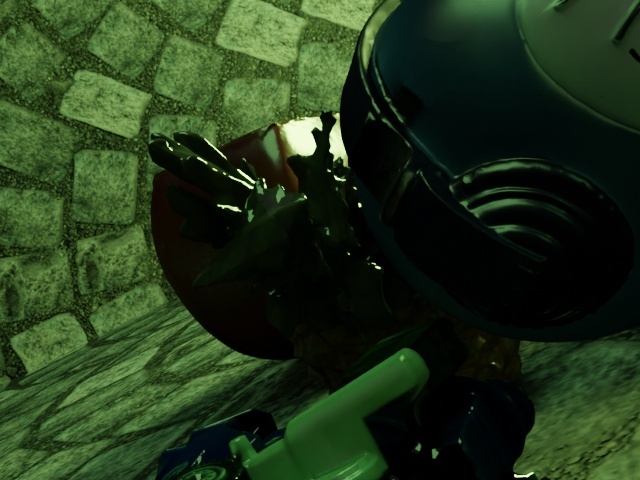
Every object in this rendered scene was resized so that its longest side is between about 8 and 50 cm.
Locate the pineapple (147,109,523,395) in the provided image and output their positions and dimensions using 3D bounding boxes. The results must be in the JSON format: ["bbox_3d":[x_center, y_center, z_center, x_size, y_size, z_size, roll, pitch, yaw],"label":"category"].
[{"bbox_3d":[0.018,0.016,0.701,0.169,0.169,0.340,-25,-36,15],"label":"pineapple"}]

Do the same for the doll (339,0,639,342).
[{"bbox_3d":[0.164,-0.049,0.562,0.284,0.309,0.240,-64,-4,-48],"label":"doll"}]

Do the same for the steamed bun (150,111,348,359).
[{"bbox_3d":[0.000,0.000,1.229,0.235,0.248,0.379,-21,-3,27],"label":"steamed bun"}]

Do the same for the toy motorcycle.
[{"bbox_3d":[-0.025,0.152,0.630,0.331,0.125,0.196,-27,5,39],"label":"toy motorcycle"}]
